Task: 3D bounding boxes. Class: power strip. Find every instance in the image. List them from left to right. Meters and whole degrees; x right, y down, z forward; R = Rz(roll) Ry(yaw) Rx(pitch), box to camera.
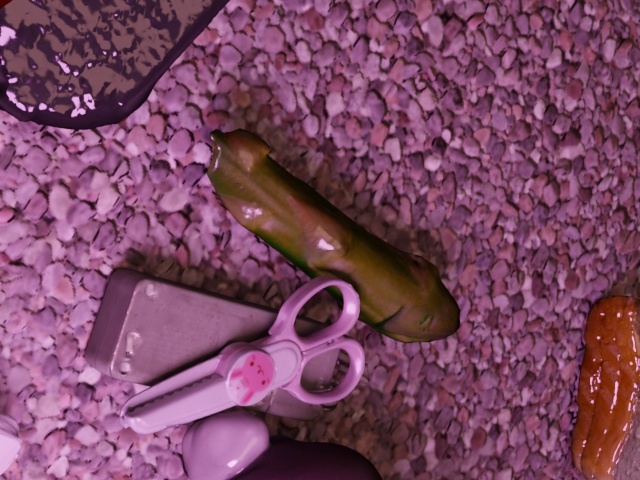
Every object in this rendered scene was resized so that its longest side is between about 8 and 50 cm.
[{"bbox_3d":[-0.069,0.101,1.324,0.288,0.053,0.093,19,89,-38],"label":"power strip"}]

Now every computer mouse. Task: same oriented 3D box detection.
[{"bbox_3d":[-0.148,-0.230,1.144,0.183,0.116,0.323,42,90,-25],"label":"computer mouse"}]

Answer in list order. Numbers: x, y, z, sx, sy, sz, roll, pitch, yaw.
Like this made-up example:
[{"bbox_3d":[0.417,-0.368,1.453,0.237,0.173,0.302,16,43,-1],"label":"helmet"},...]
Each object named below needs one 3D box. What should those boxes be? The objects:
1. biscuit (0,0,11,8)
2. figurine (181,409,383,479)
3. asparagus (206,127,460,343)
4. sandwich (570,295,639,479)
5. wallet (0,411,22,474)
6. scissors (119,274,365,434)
[{"bbox_3d":[-0.298,-0.176,1.038,0.151,0.063,0.235,44,94,-6],"label":"biscuit"},{"bbox_3d":[0.041,0.295,1.361,0.365,0.218,0.206,20,86,-44],"label":"figurine"},{"bbox_3d":[0.001,-0.002,1.337,0.343,0.085,0.082,35,76,-36],"label":"asparagus"},{"bbox_3d":[0.396,0.178,1.673,0.251,0.087,0.226,7,98,-38],"label":"sandwich"},{"bbox_3d":[-0.320,0.147,1.139,0.190,0.033,0.095,26,119,-36],"label":"wallet"},{"bbox_3d":[-0.063,0.112,1.277,0.242,0.030,0.118,-18,115,-30],"label":"scissors"}]
